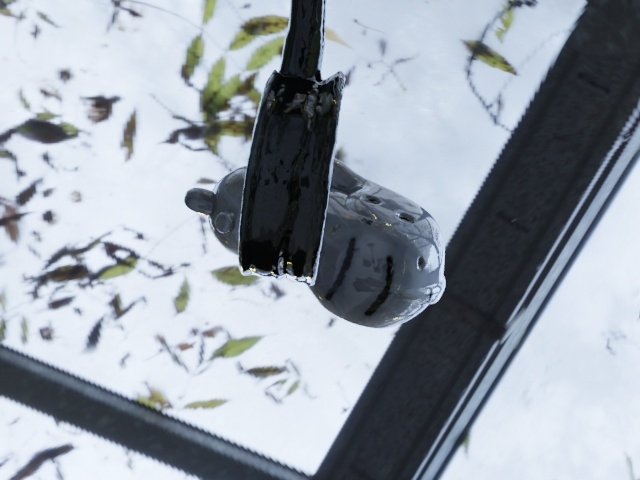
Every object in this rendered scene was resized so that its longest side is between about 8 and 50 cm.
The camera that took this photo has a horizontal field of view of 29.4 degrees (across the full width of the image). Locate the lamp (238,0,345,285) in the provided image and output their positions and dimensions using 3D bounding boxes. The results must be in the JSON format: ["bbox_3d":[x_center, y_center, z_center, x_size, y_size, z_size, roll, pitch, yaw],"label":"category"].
[{"bbox_3d":[-0.038,-0.176,0.369,0.108,0.130,0.371,3,-71,0],"label":"lamp"}]

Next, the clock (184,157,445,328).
[{"bbox_3d":[0.000,0.001,0.847,0.176,0.117,0.080,31,-64,25],"label":"clock"}]
